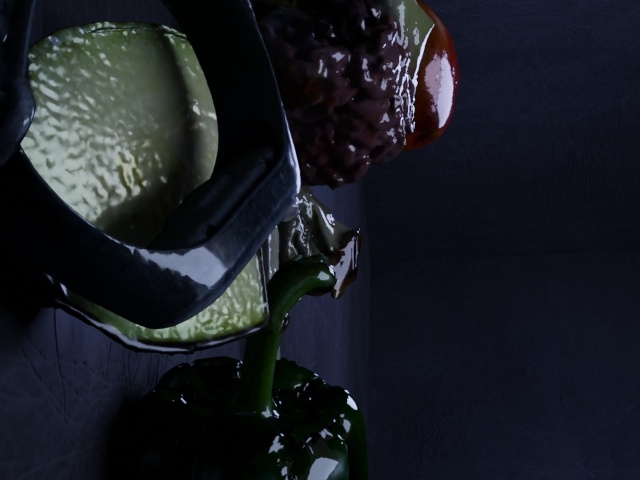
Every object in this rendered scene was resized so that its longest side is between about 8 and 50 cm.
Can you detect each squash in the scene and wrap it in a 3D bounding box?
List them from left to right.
[{"bbox_3d":[-0.123,-0.025,0.493,0.184,0.085,0.191,-3,81,-54],"label":"squash"}]

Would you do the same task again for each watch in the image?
[{"bbox_3d":[-0.094,-0.067,0.422,0.193,0.068,0.206,58,37,-17],"label":"watch"}]

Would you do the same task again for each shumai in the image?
[{"bbox_3d":[0.000,0.000,1.301,0.201,0.120,0.201,-1,90,-81],"label":"shumai"}]

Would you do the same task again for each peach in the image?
[{"bbox_3d":[0.126,-0.320,1.709,0.332,0.308,0.308,57,-7,24],"label":"peach"}]

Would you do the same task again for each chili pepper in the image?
[{"bbox_3d":[-0.049,0.139,0.614,0.174,0.165,0.261,-12,103,-65],"label":"chili pepper"}]

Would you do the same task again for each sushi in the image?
[{"bbox_3d":[-0.006,-0.191,0.860,0.270,0.237,0.170,-82,159,-44],"label":"sushi"}]

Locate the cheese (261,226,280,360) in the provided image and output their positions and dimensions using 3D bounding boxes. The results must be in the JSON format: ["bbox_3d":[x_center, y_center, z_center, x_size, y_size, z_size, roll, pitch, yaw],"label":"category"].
[{"bbox_3d":[-0.064,0.164,1.033,0.085,0.034,0.400,63,25,-74],"label":"cheese"}]

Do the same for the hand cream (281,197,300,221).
[{"bbox_3d":[-0.061,-0.090,1.083,0.061,0.039,0.143,57,12,-72],"label":"hand cream"}]
